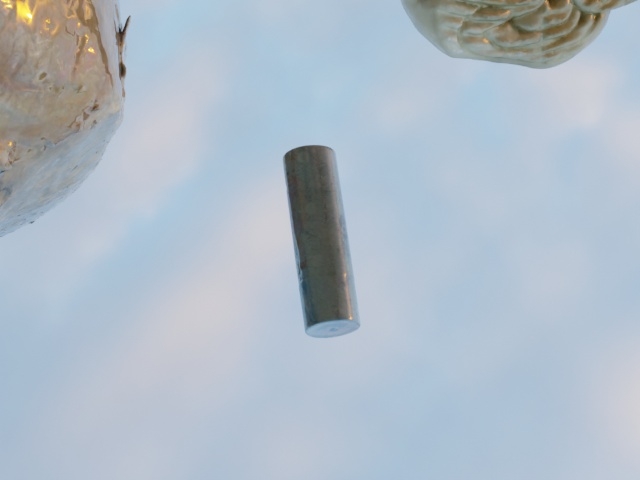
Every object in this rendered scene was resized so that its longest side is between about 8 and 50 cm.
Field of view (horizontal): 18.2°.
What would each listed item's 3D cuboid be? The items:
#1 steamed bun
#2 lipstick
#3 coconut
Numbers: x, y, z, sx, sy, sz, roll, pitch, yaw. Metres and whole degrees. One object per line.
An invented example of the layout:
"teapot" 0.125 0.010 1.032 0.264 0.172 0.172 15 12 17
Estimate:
"steamed bun" 0.190 -0.322 1.892 0.276 0.289 0.203 5 -163 -28
"lipstick" 0.000 0.000 1.664 0.048 0.048 0.158 -14 -111 15
"coconut" -0.359 -0.144 1.771 0.404 0.404 0.404 -17 -146 12
